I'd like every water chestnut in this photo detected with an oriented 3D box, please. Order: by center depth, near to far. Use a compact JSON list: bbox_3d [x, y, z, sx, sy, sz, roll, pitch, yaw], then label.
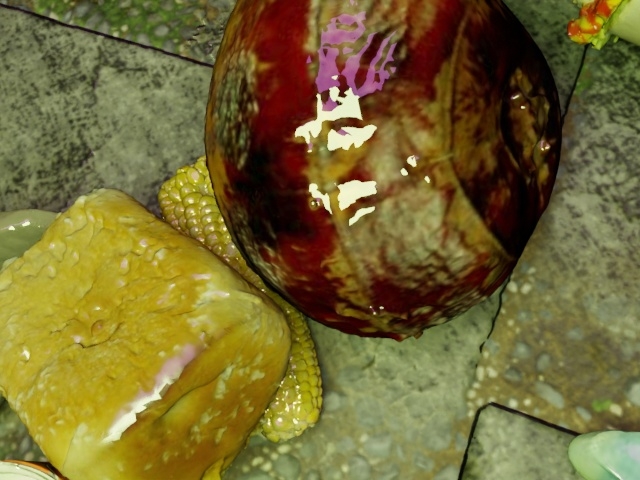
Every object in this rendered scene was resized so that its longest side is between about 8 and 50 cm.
[{"bbox_3d":[0.038,-0.084,0.712,0.302,0.350,0.351,3,66,39],"label":"water chestnut"}]

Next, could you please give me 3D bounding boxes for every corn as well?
[{"bbox_3d":[-0.074,0.049,0.767,0.101,0.101,0.292,-21,69,-2],"label":"corn"}]

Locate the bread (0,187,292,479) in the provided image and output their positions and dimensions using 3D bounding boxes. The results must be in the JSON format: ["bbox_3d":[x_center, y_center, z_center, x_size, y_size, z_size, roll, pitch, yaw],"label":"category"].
[{"bbox_3d":[-0.148,0.087,0.655,0.195,0.176,0.246,-46,51,-14],"label":"bread"}]

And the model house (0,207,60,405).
[{"bbox_3d":[-0.317,0.083,0.767,0.229,0.122,0.188,-8,72,-3],"label":"model house"}]

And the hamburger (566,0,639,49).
[{"bbox_3d":[0.360,-0.309,0.765,0.179,0.276,0.294,39,66,7],"label":"hamburger"}]

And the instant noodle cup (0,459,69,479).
[{"bbox_3d":[-0.230,0.271,0.654,0.213,0.174,0.213,-2,68,5],"label":"instant noodle cup"}]

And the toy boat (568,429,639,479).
[{"bbox_3d":[0.326,0.294,0.636,0.329,0.123,0.215,20,64,25],"label":"toy boat"}]
